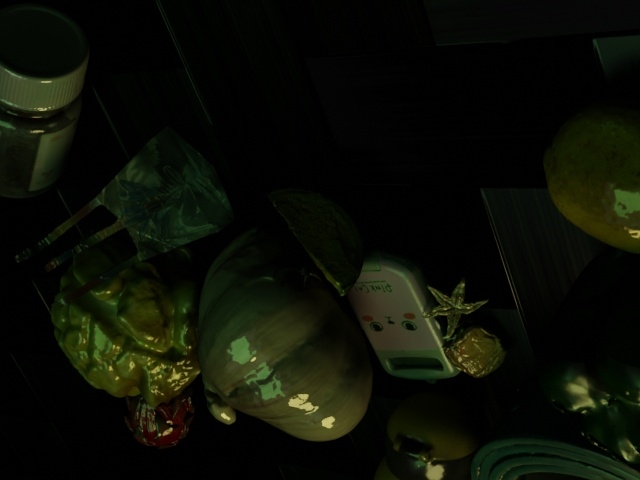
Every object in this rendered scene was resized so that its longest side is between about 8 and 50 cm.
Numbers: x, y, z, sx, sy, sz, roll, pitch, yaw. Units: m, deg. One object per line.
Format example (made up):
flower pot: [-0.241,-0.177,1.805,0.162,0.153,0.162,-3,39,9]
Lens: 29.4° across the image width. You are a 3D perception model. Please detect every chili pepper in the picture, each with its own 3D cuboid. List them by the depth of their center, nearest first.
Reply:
chili pepper: [0.390,0.126,1.393,0.233,0.256,0.248,45,147,-5]

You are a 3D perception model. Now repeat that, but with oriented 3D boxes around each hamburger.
hamburger: [0.214,0.151,1.695,0.083,0.044,0.076,42,102,-17]

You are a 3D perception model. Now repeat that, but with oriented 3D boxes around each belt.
belt: [0.422,0.352,1.633,0.437,0.173,0.300,20,138,23]

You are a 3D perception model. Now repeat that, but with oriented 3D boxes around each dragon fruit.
dragon fruit: [-0.287,0.305,2.192,0.121,0.130,0.142,40,158,58]

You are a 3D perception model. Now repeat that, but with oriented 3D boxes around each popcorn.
popcorn: [-0.275,0.101,1.868,0.247,0.282,0.282,14,137,1]

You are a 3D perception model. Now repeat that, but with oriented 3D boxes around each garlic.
garlic: [-0.051,0.143,1.742,0.241,0.322,0.322,-17,118,18]

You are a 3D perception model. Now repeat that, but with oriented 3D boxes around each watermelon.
watermelon: [-0.001,0.005,1.693,0.181,0.092,0.075,50,143,19]

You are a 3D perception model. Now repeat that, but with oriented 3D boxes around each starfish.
starfish: [0.185,0.093,1.670,0.086,0.016,0.092,10,102,7]

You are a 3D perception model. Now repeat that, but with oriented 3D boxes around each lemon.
lemon: [0.338,-0.072,1.314,0.207,0.170,0.170,29,140,24]

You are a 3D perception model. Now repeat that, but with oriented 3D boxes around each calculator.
calculator: [0.117,0.112,1.748,0.141,0.045,0.246,-3,125,40]

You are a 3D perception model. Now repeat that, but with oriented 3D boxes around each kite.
kite: [-0.271,-0.016,1.737,0.169,0.310,0.015,50,163,-1]

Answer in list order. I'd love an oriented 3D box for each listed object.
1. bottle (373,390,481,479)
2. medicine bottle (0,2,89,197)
bottle: [0.162,0.389,1.834,0.172,0.171,0.351,18,120,24]
medicine bottle: [-0.435,-0.201,1.792,0.165,0.165,0.273,36,138,5]
